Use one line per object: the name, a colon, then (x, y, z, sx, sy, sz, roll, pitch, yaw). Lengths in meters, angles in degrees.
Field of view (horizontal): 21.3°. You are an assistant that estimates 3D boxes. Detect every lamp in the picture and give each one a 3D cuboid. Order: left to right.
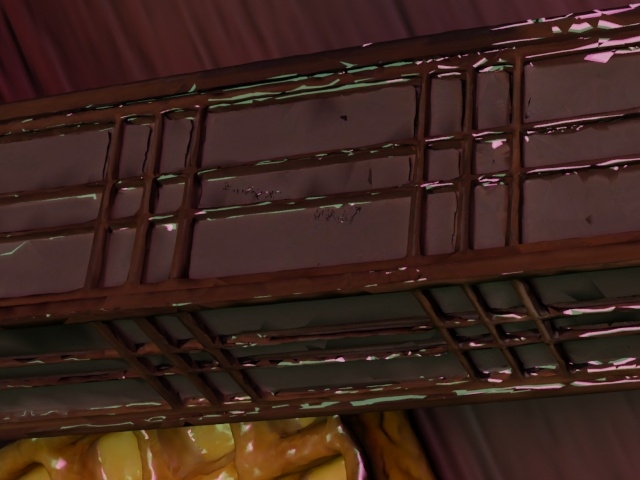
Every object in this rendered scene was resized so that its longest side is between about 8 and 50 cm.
lamp: (0.000, 0.000, 0.464, 0.325, 0.090, 0.089, -8, 58, 20)

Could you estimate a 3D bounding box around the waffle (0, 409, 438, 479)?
waffle: (-0.049, 0.131, 0.567, 0.211, 0.055, 0.160, -28, 80, 26)
